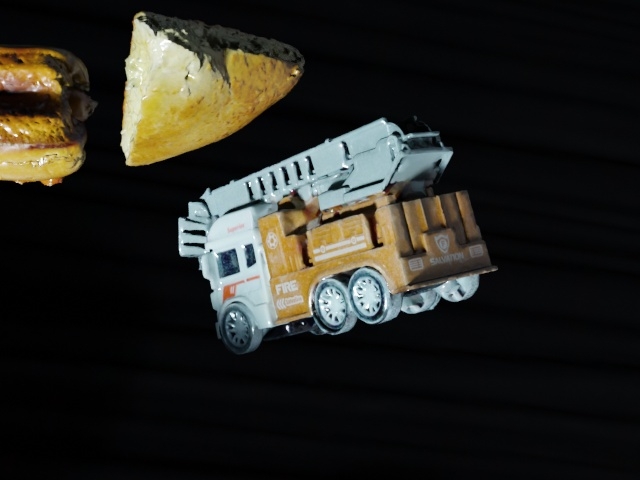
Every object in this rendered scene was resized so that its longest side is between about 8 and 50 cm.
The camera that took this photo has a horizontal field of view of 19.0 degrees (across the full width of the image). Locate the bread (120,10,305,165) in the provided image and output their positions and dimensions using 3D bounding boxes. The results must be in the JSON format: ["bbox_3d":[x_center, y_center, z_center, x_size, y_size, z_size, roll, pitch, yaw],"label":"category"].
[{"bbox_3d":[-0.102,-0.099,1.391,0.136,0.154,0.054,-44,52,30],"label":"bread"}]

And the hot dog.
[{"bbox_3d":[-0.400,-0.122,1.943,0.117,0.349,0.158,95,174,-53],"label":"hot dog"}]

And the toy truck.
[{"bbox_3d":[0.000,0.000,1.870,0.338,0.133,0.184,-16,86,48],"label":"toy truck"}]
